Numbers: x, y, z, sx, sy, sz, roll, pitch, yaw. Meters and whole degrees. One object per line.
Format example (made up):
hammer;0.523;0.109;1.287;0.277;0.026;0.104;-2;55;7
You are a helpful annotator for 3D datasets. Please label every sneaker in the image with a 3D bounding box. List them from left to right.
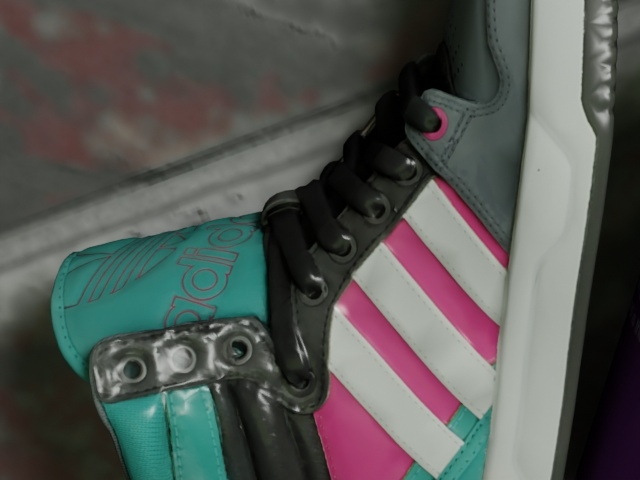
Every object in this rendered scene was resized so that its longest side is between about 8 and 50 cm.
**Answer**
sneaker;0.000;0.000;0.486;0.178;0.124;0.295;7;103;4

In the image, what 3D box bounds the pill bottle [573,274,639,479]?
pill bottle;0.189;0.022;0.425;0.182;0.181;0.323;14;110;4
